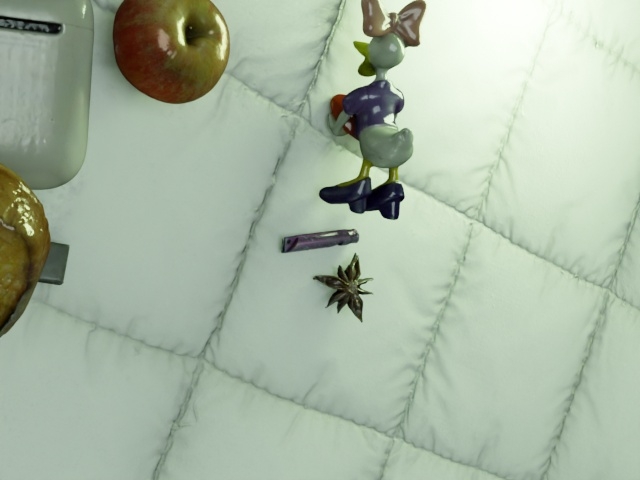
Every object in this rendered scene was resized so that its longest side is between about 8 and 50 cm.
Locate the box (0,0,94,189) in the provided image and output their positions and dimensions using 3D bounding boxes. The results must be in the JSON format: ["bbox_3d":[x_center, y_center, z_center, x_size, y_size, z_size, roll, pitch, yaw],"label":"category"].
[{"bbox_3d":[-0.499,-0.255,1.710,0.289,0.141,0.349,1,95,-32],"label":"box"}]

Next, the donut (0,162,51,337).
[{"bbox_3d":[-0.552,0.024,1.632,0.299,0.150,0.317,-10,125,-6],"label":"donut"}]

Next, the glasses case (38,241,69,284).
[{"bbox_3d":[-0.509,0.026,1.797,0.190,0.042,0.072,11,85,-34],"label":"glasses case"}]

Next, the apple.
[{"bbox_3d":[-0.253,-0.334,1.855,0.209,0.164,0.209,3,85,-42],"label":"apple"}]

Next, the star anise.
[{"bbox_3d":[0.057,0.106,2.171,0.124,0.056,0.129,-30,96,-25],"label":"star anise"}]

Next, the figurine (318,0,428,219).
[{"bbox_3d":[0.108,-0.250,2.086,0.154,0.193,0.421,1,91,-30],"label":"figurine"}]

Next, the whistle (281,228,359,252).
[{"bbox_3d":[0.000,0.000,2.139,0.176,0.033,0.033,-7,100,-32],"label":"whistle"}]
